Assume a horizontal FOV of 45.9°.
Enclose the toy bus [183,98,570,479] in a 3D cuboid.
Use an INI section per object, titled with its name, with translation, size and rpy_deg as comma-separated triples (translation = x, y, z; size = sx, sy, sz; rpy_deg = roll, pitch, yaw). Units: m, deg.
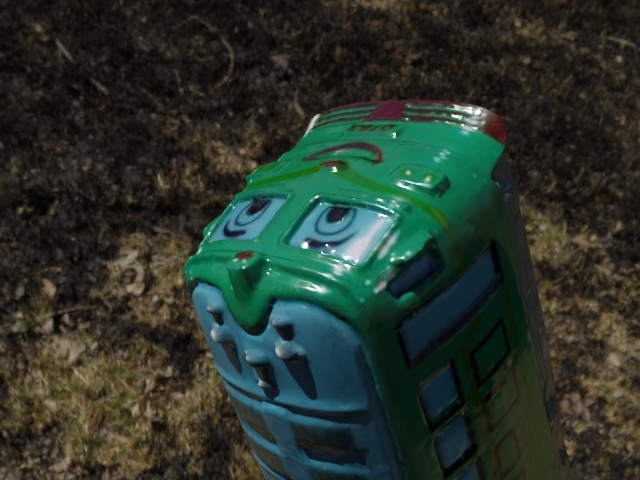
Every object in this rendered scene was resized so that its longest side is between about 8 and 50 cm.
[toy bus]
translation = 0.044, 0.097, 0.529
size = 0.184, 0.343, 0.199
rpy_deg = 6, 35, 41
